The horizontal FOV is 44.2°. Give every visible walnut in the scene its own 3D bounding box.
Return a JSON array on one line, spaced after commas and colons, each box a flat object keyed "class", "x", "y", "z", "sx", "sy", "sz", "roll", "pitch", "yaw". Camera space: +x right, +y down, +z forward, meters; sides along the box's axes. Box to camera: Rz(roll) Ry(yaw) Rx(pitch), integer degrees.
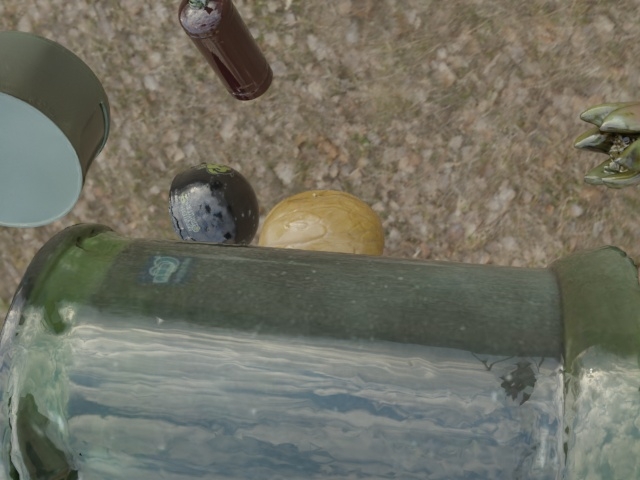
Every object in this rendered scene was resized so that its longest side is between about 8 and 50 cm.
[{"class": "walnut", "x": 0.000, "y": 0.000, "z": 1.237, "sx": 0.197, "sy": 0.165, "sz": 0.165, "roll": 0, "pitch": 120, "yaw": -2}]

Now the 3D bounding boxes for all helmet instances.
[{"class": "helmet", "x": -0.237, "y": -0.070, "z": 1.927, "sx": 0.160, "sy": 0.230, "sz": 0.278, "roll": -27, "pitch": 78, "yaw": 31}]

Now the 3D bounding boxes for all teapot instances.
[{"class": "teapot", "x": -0.005, "y": 0.079, "z": 0.469, "sx": 0.337, "sy": 0.270, "sz": 0.200, "roll": 4, "pitch": 113, "yaw": 9}]

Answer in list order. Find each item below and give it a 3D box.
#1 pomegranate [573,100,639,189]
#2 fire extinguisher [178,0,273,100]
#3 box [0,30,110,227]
[{"class": "pomegranate", "x": 0.300, "y": -0.088, "z": 0.569, "sx": 0.225, "sy": 0.187, "sz": 0.187, "roll": -14, "pitch": 114, "yaw": -7}, {"class": "fire extinguisher", "x": -0.212, "y": -0.427, "z": 1.630, "sx": 0.135, "sy": 0.114, "sz": 0.337, "roll": 31, "pitch": 170, "yaw": 25}, {"class": "box", "x": -0.411, "y": -0.149, "z": 1.063, "sx": 0.226, "sy": 0.149, "sz": 0.226, "roll": 4, "pitch": 133, "yaw": 4}]
